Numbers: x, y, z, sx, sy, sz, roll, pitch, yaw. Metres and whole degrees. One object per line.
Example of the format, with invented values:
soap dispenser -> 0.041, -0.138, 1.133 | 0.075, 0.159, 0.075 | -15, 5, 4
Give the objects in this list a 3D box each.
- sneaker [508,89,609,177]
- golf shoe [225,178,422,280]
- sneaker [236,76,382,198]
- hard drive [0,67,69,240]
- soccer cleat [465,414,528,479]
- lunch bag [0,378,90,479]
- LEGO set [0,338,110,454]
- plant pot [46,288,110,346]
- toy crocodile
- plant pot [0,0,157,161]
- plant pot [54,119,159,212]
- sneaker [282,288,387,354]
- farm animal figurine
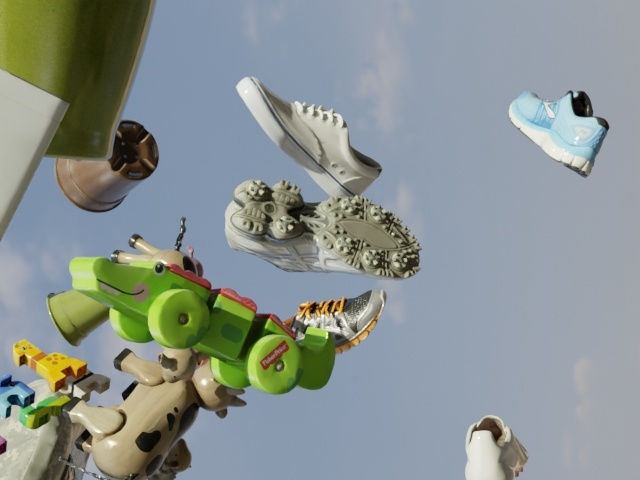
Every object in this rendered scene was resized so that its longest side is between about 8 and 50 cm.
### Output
sneaker -> 0.261, -0.128, 1.059 | 0.063, 0.162, 0.073 | 25, -73, -28
golf shoe -> 0.000, 0.000, 0.874 | 0.086, 0.176, 0.069 | 123, 163, -59
sneaker -> -0.012, -0.155, 1.404 | 0.258, 0.091, 0.094 | 42, -169, -35
hard drive -> -0.482, -0.085, 1.264 | 0.203, 0.040, 0.308 | 26, -87, -24
soccer cleat -> 0.193, 0.227, 1.097 | 0.196, 0.068, 0.076 | -3, -90, -77
lunch bag -> -0.447, 0.364, 1.456 | 0.169, 0.287, 0.235 | 32, -142, -18
LEGO set -> -0.387, 0.189, 1.302 | 0.227, 0.093, 0.087 | -29, -39, -50
plant pot -> -0.321, 0.092, 1.369 | 0.083, 0.079, 0.083 | 61, -174, -11
toy crocodile -> -0.121, 0.092, 1.109 | 0.340, 0.115, 0.105 | 30, -108, -28
plant pot -> -0.428, -0.307, 1.536 | 0.366, 0.366, 0.353 | -1, -81, -60
plant pot -> -0.415, -0.156, 1.966 | 0.167, 0.165, 0.167 | 14, -113, -36
sneaker -> 0.003, 0.124, 1.460 | 0.083, 0.214, 0.084 | 53, -158, -14
farm animal figurine -> -0.196, 0.186, 1.309 | 0.327, 0.172, 0.330 | -57, -30, -22
